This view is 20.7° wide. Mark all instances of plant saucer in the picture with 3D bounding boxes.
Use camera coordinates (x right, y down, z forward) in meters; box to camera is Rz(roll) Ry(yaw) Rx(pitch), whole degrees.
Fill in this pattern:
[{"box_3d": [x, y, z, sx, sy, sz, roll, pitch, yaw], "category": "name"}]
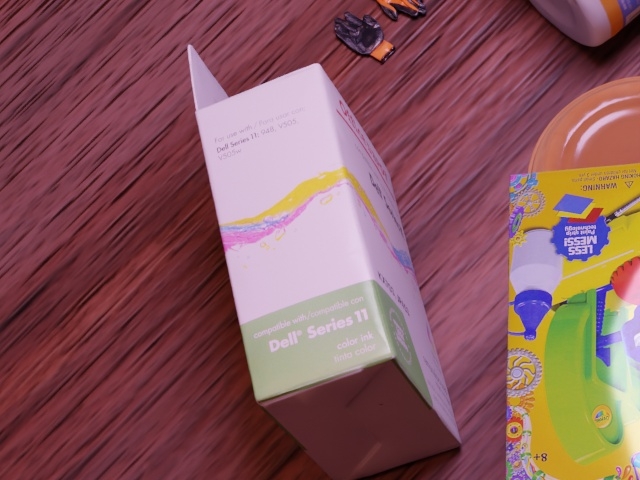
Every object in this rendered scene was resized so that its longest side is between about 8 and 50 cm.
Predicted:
[{"box_3d": [0.273, -0.060, 1.505, 0.200, 0.037, 0.200, -8, 61, 15], "category": "plant saucer"}]

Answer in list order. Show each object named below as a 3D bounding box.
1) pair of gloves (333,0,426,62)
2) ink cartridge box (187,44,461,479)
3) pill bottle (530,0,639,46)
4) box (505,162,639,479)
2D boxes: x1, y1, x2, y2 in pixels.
[{"box_3d": [0.057, -0.214, 1.679, 0.074, 0.010, 0.083, 34, 81, 29], "category": "pair of gloves"}, {"box_3d": [0.000, 0.000, 1.469, 0.119, 0.207, 0.353, -20, 59, 10], "category": "ink cartridge box"}, {"box_3d": [0.298, -0.313, 1.561, 0.272, 0.152, 0.152, -41, 58, -3], "category": "pill bottle"}, {"box_3d": [0.297, 0.098, 1.306, 0.290, 0.177, 0.279, -5, 61, 16], "category": "box"}]
